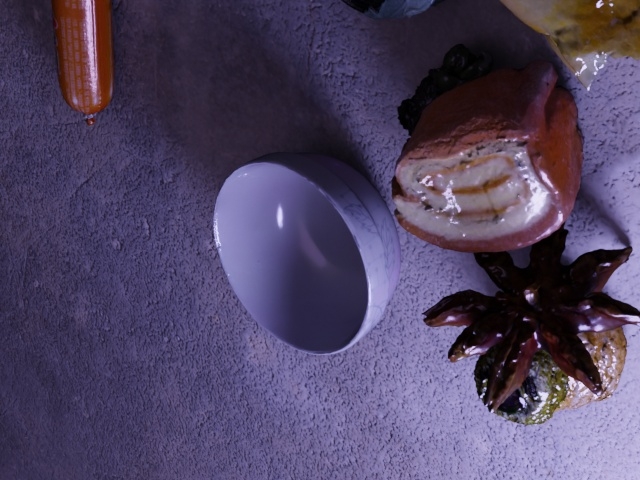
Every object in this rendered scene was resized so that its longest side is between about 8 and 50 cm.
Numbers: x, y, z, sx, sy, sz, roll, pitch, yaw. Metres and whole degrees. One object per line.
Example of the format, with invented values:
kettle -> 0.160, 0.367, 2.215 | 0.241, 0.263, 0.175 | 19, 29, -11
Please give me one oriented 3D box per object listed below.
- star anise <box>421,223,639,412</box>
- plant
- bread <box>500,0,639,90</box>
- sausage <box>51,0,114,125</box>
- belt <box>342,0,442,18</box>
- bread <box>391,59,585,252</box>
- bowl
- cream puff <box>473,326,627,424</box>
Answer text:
star anise -> 0.248, 0.081, 1.605 | 0.288, 0.288, 0.088 | 21, 156, 35
plant -> 0.156, -0.184, 1.676 | 0.085, 0.087, 0.174 | 19, 143, -14
bread -> 0.317, -0.286, 1.371 | 0.370, 0.191, 0.314 | 53, 138, 5
sausage -> -0.364, -0.320, 2.089 | 0.093, 0.093, 0.312 | 26, 129, 32
belt -> 0.086, -0.344, 1.646 | 0.198, 0.078, 0.151 | 20, 124, 34
bread -> 0.190, -0.085, 1.612 | 0.244, 0.123, 0.190 | -17, 116, 32
bowl -> 0.000, 0.000, 1.881 | 0.287, 0.144, 0.287 | 23, 128, 33
cream puff -> 0.268, 0.151, 1.688 | 0.183, 0.169, 0.183 | 24, 128, 34
